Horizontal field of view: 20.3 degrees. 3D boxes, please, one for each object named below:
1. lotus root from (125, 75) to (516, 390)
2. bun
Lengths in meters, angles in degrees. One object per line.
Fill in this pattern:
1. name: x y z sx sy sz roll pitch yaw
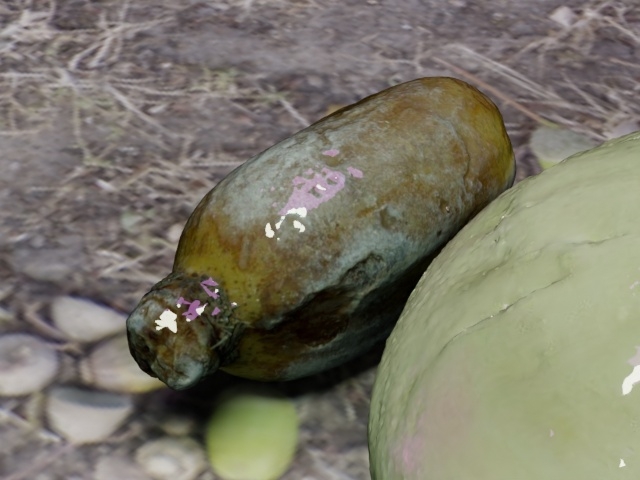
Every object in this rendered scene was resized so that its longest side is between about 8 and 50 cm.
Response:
1. lotus root: 0.000 0.000 0.711 0.192 0.113 0.088 -32 71 -34
2. bun: 0.156 0.048 0.618 0.283 0.179 0.283 4 40 -3
